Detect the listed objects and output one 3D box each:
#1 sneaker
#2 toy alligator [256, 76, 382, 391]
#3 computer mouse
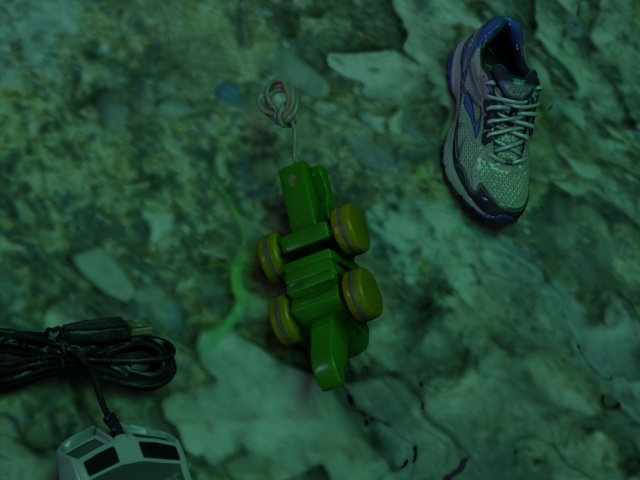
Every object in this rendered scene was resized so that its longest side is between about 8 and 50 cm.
[{"bbox_3d":[0.104,-0.075,1.144,0.052,0.058,0.135,7,59,-21],"label":"sneaker"},{"bbox_3d":[0.000,0.000,1.058,0.051,0.056,0.189,40,34,-56],"label":"toy alligator"},{"bbox_3d":[-0.098,0.125,0.942,0.106,0.042,0.193,-4,58,-33],"label":"computer mouse"}]
